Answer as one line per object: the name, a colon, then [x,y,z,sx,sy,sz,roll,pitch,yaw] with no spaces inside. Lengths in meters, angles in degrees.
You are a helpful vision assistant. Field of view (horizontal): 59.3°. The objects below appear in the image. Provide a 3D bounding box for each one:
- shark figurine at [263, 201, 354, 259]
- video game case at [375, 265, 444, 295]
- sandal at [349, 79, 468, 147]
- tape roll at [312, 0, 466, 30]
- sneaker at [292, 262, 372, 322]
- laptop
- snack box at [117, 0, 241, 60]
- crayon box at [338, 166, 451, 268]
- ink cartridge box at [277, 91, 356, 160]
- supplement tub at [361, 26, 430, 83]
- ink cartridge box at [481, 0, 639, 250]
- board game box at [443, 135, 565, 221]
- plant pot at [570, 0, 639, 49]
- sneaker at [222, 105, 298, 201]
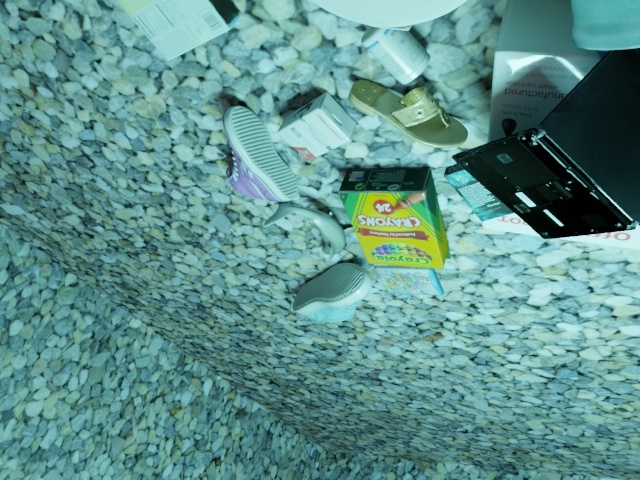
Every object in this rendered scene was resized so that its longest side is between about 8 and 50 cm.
shark figurine: [0.001,-0.013,1.409,0.166,0.116,0.278,-11,149,33]
video game case: [0.247,0.112,1.562,0.166,0.015,0.119,-1,140,31]
sandal: [0.168,-0.250,1.038,0.240,0.088,0.079,24,153,6]
tape roll: [0.063,-0.442,0.660,0.392,0.072,0.392,22,149,14]
sneaker: [0.066,0.166,1.655,0.150,0.135,0.366,28,155,-22]
laptop: [0.377,-0.128,0.815,0.234,0.137,0.264,36,161,-19]
snack box: [-0.312,-0.491,0.999,0.187,0.060,0.322,-8,136,37]
crayon box: [0.188,-0.032,1.338,0.202,0.081,0.319,2,142,27]
ink cartridge box: [-0.007,-0.237,1.182,0.135,0.056,0.099,-18,130,45]
supplement tub: [0.129,-0.330,0.964,0.107,0.071,0.071,39,143,-23]
ink cartridge box: [0.427,-0.179,0.918,0.285,0.166,0.395,10,145,20]
board game box: [0.314,-0.099,0.923,0.186,0.026,0.126,-16,129,46]
plant pot: [0.412,-0.356,0.605,0.293,0.293,0.196,-5,119,35]
sneaker: [-0.184,-0.188,1.317,0.161,0.102,0.282,3,142,32]
